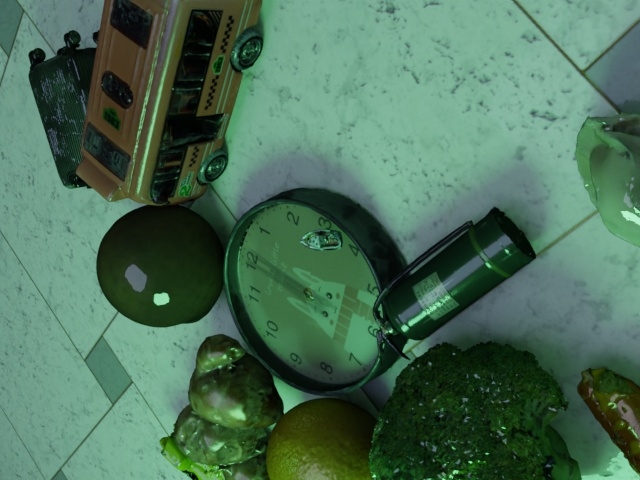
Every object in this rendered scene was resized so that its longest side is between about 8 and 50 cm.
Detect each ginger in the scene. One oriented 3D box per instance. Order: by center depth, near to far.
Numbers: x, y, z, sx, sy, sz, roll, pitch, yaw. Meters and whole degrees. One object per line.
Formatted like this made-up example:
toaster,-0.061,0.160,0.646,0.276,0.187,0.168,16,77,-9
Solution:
ginger,-0.179,0.346,1.309,0.256,0.176,0.375,20,125,22

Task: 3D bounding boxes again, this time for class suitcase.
suitcase,-0.488,-0.267,1.366,0.202,0.128,0.312,-5,103,39

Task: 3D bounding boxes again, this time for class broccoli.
broccoli,0.219,0.323,0.922,0.320,0.310,0.413,69,165,-15

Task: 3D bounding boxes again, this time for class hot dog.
hot dog,0.441,0.278,0.853,0.072,0.115,0.269,-39,77,3

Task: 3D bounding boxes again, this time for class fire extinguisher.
fire extinguisher,0.172,0.075,0.958,0.294,0.093,0.118,-42,73,27

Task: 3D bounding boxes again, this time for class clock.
clock,-0.019,0.097,1.161,0.386,0.076,0.385,14,114,34

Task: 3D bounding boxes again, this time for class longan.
longan,-0.303,0.054,1.259,0.258,0.258,0.257,14,114,34

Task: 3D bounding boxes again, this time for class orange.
orange,0.017,0.389,1.147,0.236,0.236,0.236,14,114,34

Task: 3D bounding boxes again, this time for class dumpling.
dumpling,0.395,-0.047,0.770,0.247,0.142,0.172,43,162,11

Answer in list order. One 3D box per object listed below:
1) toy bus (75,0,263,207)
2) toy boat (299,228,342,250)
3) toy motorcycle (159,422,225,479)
toy bus,-0.271,-0.265,1.129,0.203,0.233,0.426,38,125,22
toy boat,0.000,0.000,1.038,0.083,0.038,0.038,-3,104,38
toy motorcycle,-0.237,0.564,1.462,0.206,0.142,0.342,-38,78,1
